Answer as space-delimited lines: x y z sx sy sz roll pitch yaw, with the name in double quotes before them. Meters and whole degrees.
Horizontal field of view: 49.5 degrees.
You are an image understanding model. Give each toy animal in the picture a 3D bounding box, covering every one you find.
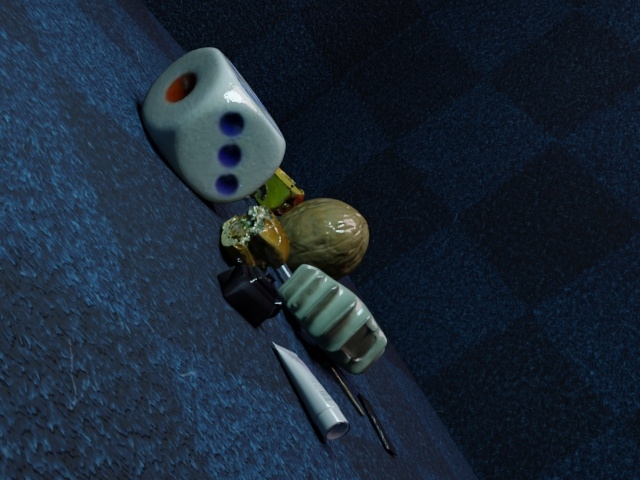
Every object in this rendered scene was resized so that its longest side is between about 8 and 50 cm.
"toy animal" -0.272 -0.219 2.451 0.214 0.094 0.186 46 2 -5

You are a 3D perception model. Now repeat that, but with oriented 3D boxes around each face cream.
"face cream" -0.022 0.308 1.440 0.092 0.058 0.243 41 7 -49

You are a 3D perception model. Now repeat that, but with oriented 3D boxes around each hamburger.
"hamburger" -0.151 0.003 1.735 0.156 0.144 0.283 53 3 -18

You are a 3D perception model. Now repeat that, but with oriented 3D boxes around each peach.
"peach" -0.179 -0.193 2.682 0.267 0.154 0.159 46 9 32

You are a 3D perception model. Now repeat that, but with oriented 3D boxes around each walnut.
"walnut" 0.001 0.002 2.179 0.277 0.313 0.252 59 16 -52

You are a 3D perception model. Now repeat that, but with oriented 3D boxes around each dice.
"dice" -0.281 -0.304 1.850 0.304 0.277 0.304 47 6 -43

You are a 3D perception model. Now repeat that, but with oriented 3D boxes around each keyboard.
"keyboard" 0.156 0.510 1.925 0.074 0.015 0.196 54 4 -46

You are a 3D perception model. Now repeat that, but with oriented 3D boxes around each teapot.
"teapot" -0.138 0.103 1.464 0.177 0.096 0.087 51 6 -36

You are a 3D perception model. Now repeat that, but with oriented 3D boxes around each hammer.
"hammer" 0.062 0.390 1.847 0.182 0.017 0.062 56 5 0

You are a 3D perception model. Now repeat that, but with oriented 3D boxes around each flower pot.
"flower pot" 0.046 0.227 1.892 0.254 0.164 0.367 38 -10 38

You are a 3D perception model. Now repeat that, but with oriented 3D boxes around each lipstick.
"lipstick" -0.127 0.070 2.076 0.141 0.040 0.040 56 6 14
